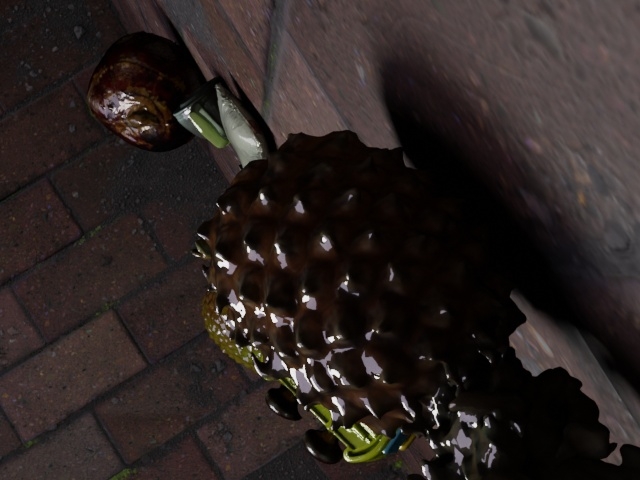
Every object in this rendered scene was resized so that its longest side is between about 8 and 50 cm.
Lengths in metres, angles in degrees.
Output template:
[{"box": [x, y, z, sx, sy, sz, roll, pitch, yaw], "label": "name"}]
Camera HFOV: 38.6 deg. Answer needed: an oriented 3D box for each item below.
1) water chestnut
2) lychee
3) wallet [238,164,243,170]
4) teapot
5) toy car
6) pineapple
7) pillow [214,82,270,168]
[{"box": [-0.316, -0.282, 1.701, 0.223, 0.238, 0.224, 14, 144, 10], "label": "water chestnut"}, {"box": [-0.114, 0.134, 1.866, 0.270, 0.270, 0.320, 69, 179, -62], "label": "lychee"}, {"box": [-0.070, -0.039, 1.663, 0.222, 0.036, 0.167, 61, 173, -36], "label": "wallet"}, {"box": [-0.175, -0.186, 1.418, 0.091, 0.092, 0.124, 48, -138, -18], "label": "teapot"}, {"box": [0.045, 0.183, 1.239, 0.248, 0.200, 0.142, 44, -163, 32], "label": "toy car"}, {"box": [0.074, 0.066, 0.517, 0.361, 0.175, 0.175, 37, 162, 39], "label": "pineapple"}, {"box": [-0.102, -0.133, 1.347, 0.128, 0.051, 0.229, 57, 174, 21], "label": "pillow"}]
